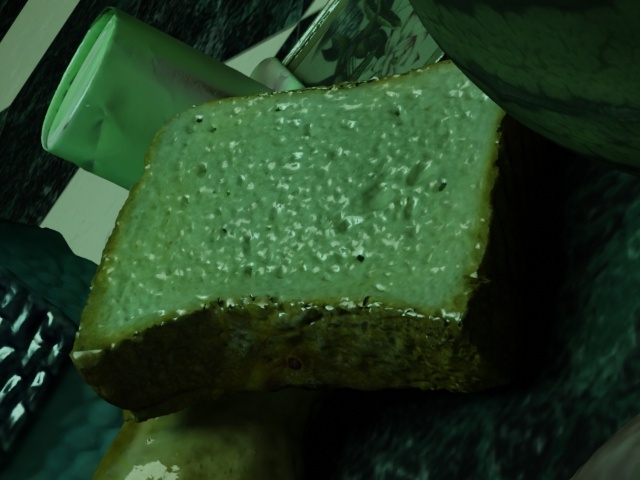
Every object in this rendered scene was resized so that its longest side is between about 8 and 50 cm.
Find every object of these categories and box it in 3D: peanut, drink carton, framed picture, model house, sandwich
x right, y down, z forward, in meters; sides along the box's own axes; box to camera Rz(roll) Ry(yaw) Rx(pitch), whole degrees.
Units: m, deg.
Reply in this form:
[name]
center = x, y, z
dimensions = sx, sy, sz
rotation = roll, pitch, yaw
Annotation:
[peanut]
center = -0.050, 0.109, 0.845
dimensions = 0.108, 0.095, 0.226
rotation = 12, 63, 32
[drink carton]
center = -0.109, -0.082, 1.115
dimensions = 0.146, 0.142, 0.144
rotation = -59, 22, 10
[framed picture]
center = 0.027, -0.123, 1.072
dimensions = 0.173, 0.010, 0.231
rotation = -51, 24, 18
[model house]
center = -0.258, 0.103, 1.090
dimensions = 0.261, 0.241, 0.226
rotation = -54, 26, 13
[sandwich]
center = 0.000, 0.000, 0.792
dimensions = 0.214, 0.065, 0.186
rotation = -5, 47, 26

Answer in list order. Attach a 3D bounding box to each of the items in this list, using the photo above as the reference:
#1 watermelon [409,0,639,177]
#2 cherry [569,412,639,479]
[watermelon]
center = 0.157, -0.147, 0.468
dimensions = 0.359, 0.279, 0.279
rotation = -7, 52, 36
[cherry]
center = 0.128, 0.149, 0.316
dimensions = 0.239, 0.206, 0.239
rotation = -10, 60, 19
